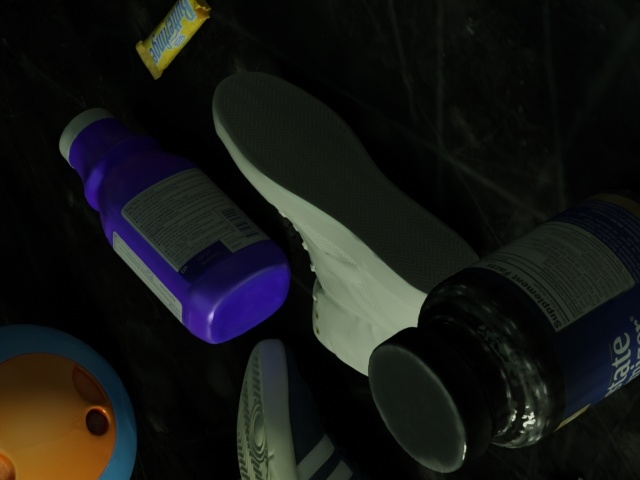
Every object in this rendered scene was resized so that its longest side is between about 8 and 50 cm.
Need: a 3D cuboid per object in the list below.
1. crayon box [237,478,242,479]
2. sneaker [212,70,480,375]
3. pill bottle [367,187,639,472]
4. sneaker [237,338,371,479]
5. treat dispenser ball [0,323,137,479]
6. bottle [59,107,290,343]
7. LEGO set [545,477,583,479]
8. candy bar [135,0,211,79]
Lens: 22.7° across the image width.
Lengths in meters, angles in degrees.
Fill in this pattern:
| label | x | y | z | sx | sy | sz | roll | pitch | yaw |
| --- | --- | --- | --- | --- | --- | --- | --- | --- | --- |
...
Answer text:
| label | x | y | z | sx | sy | sz | roll | pitch | yaw |
| --- | --- | --- | --- | --- | --- | --- | --- | --- | --- |
| crayon box | 0.007 | 0.439 | 1.726 | 0.313 | 0.106 | 0.363 | 52 | 151 | 23 |
| sneaker | 0.000 | 0.000 | 1.351 | 0.292 | 0.108 | 0.169 | 46 | 145 | 24 |
| pill bottle | 0.143 | 0.061 | 1.053 | 0.123 | 0.219 | 0.123 | 39 | 144 | 35 |
| sneaker | 0.016 | 0.258 | 1.557 | 0.131 | 0.148 | 0.350 | 120 | 142 | -59 |
| treat dispenser ball | -0.373 | 0.248 | 1.986 | 0.288 | 0.288 | 0.288 | 39 | 144 | 35 |
| bottle | -0.153 | -0.023 | 1.566 | 0.283 | 0.118 | 0.092 | 44 | 147 | 28 |
| LEGO set | 0.201 | 0.227 | 1.310 | 0.054 | 0.023 | 0.083 | 29 | 138 | 45 |
| candy bar | -0.139 | -0.197 | 1.496 | 0.040 | 0.018 | 0.161 | 60 | 152 | 2 |
